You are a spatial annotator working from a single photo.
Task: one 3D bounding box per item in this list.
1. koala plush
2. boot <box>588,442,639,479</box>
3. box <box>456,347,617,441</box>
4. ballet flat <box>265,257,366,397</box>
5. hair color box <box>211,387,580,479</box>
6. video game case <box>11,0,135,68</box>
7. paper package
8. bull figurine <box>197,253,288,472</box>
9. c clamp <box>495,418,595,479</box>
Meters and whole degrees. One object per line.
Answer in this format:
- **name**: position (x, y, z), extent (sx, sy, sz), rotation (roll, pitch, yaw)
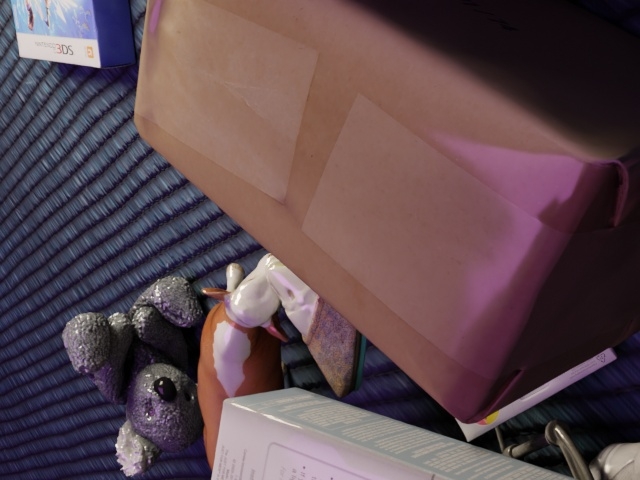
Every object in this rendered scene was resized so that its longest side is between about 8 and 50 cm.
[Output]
- **koala plush**: position (-0.234, 0.203, 1.195), extent (0.221, 0.196, 0.203), rotation (56, 151, 15)
- **boot**: position (0.308, 0.279, 0.656), extent (0.123, 0.095, 0.258), rotation (-33, 79, 57)
- **box**: position (0.143, 0.056, 0.738), extent (0.145, 0.038, 0.186), rotation (-33, 77, 12)
- **ballet flat**: position (0.000, 0.000, 0.842), extent (0.107, 0.106, 0.316), rotation (-135, 50, -80)
- **hair color box**: position (0.079, 0.260, 0.690), extent (0.374, 0.114, 0.185), rotation (12, 94, 35)
- **video game case**: position (-0.360, -0.383, 1.174), extent (0.244, 0.061, 0.269), rotation (16, 117, 43)
- **paper package**: position (0.094, -0.080, 0.575), extent (0.325, 0.309, 0.168), rotation (40, 125, 31)
- **bull figurine**: position (-0.086, 0.138, 0.981), extent (0.101, 0.188, 0.310), rotation (9, 114, 2)
- **c clamp**: position (0.194, 0.200, 0.749), extent (0.160, 0.022, 0.137), rotation (122, 135, -68)
